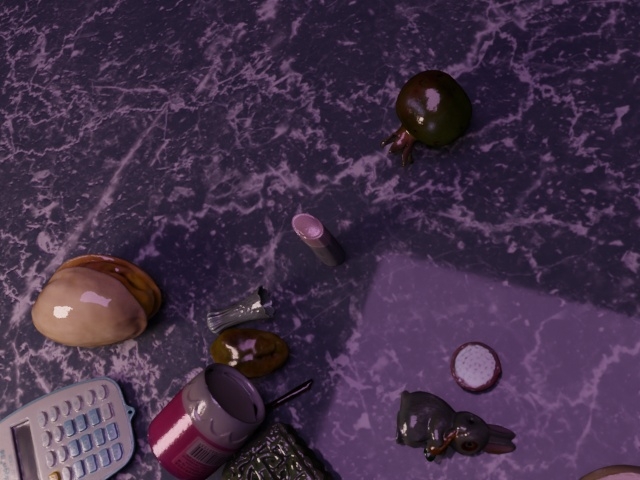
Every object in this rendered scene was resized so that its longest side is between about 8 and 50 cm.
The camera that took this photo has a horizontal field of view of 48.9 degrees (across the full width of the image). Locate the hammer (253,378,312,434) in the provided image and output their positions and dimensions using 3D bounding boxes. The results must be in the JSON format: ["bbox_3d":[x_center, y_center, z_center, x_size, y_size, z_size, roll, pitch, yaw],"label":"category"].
[{"bbox_3d":[-0.089,0.359,1.549,0.178,0.021,0.065,-30,65,2],"label":"hammer"}]

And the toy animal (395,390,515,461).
[{"bbox_3d":[0.261,0.367,1.388,0.236,0.108,0.138,-2,69,16],"label":"toy animal"}]

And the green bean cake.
[{"bbox_3d":[-0.093,0.495,1.464,0.183,0.094,0.185,-43,59,0],"label":"green bean cake"}]

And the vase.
[{"bbox_3d":[-0.188,0.166,1.621,0.149,0.081,0.081,-22,66,13],"label":"vase"}]

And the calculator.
[{"bbox_3d":[-0.602,0.476,1.644,0.386,0.054,0.256,-26,65,5],"label":"calculator"}]

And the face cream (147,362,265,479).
[{"bbox_3d":[-0.237,0.380,1.476,0.195,0.175,0.175,-45,63,15],"label":"face cream"}]

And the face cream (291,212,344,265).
[{"bbox_3d":[0.000,0.000,1.553,0.084,0.198,0.057,32,82,24],"label":"face cream"}]

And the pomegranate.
[{"bbox_3d":[0.236,-0.276,1.606,0.224,0.181,0.181,-48,64,13],"label":"pomegranate"}]

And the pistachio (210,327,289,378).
[{"bbox_3d":[-0.166,0.253,1.565,0.189,0.100,0.110,4,68,17],"label":"pistachio"}]

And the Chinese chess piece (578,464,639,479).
[{"bbox_3d":[0.550,0.530,1.241,0.257,0.104,0.257,-5,69,14],"label":"Chinese chess piece"}]

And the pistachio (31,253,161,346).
[{"bbox_3d":[-0.538,0.152,1.667,0.309,0.230,0.229,-3,70,11],"label":"pistachio"}]

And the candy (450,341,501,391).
[{"bbox_3d":[0.319,0.259,1.446,0.103,0.043,0.103,-6,71,17],"label":"candy"}]
